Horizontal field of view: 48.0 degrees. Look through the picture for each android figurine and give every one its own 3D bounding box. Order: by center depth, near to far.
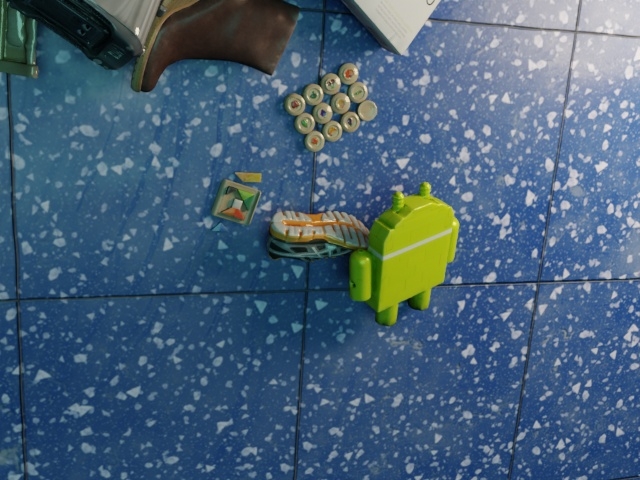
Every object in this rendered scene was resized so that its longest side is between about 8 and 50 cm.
[{"bbox_3d":[0.157,0.024,1.302,0.248,0.056,0.273,-22,129,-28],"label":"android figurine"}]

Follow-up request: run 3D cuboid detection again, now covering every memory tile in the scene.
[{"bbox_3d":[0.019,-0.232,1.257,0.148,0.012,0.113,-31,112,-7],"label":"memory tile"}]

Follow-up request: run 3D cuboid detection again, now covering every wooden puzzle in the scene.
[{"bbox_3d":[-0.147,-0.067,1.253,0.078,0.014,0.116,11,102,-19],"label":"wooden puzzle"}]

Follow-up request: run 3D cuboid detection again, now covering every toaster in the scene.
[{"bbox_3d":[-0.324,-0.356,0.987,0.227,0.129,0.146,32,66,-28],"label":"toaster"}]

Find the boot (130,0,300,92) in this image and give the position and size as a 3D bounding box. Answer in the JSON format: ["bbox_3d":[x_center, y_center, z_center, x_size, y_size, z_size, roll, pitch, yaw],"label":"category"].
[{"bbox_3d":[-0.166,-0.310,1.136,0.207,0.090,0.248,26,93,-20],"label":"boot"}]

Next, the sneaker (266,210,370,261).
[{"bbox_3d":[0.000,0.000,1.290,0.214,0.084,0.083,7,131,-23],"label":"sneaker"}]

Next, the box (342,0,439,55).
[{"bbox_3d":[0.152,-0.494,1.150,0.322,0.058,0.232,-56,139,3],"label":"box"}]

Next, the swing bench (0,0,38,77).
[{"bbox_3d":[-0.514,-0.360,0.957,0.165,0.254,0.253,13,103,20],"label":"swing bench"}]
